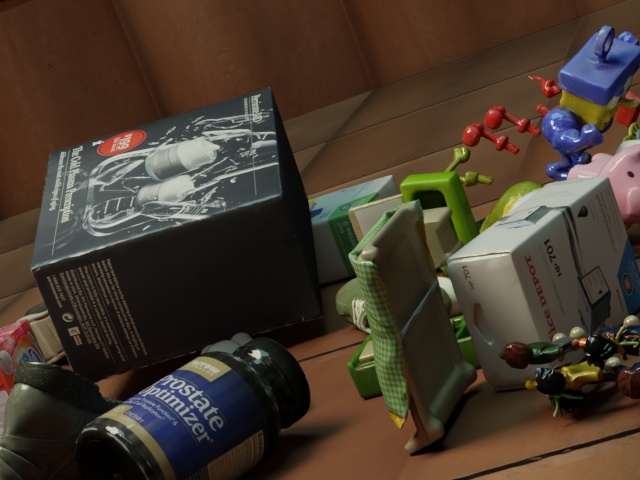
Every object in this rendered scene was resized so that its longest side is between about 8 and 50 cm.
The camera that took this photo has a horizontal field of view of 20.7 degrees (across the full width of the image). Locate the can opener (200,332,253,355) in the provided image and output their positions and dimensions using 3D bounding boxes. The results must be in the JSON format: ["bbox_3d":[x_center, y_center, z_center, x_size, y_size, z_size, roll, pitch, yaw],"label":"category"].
[{"bbox_3d":[-0.091,0.133,1.935,0.076,0.095,0.283,-22,12,-7],"label":"can opener"}]

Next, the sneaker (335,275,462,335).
[{"bbox_3d":[0.067,0.076,1.979,0.086,0.064,0.192,-25,14,-40],"label":"sneaker"}]

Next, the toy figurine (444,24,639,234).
[{"bbox_3d":[0.281,-0.162,2.073,0.191,0.217,0.362,31,45,18],"label":"toy figurine"}]

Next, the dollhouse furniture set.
[{"bbox_3d":[0.056,0.071,1.692,0.151,0.198,0.301,-15,12,23],"label":"dollhouse furniture set"}]

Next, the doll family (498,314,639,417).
[{"bbox_3d":[0.240,0.105,1.501,0.193,0.076,0.111,-18,-9,39],"label":"doll family"}]

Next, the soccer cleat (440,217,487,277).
[{"bbox_3d":[0.179,0.012,2.127,0.179,0.060,0.072,-7,42,37],"label":"soccer cleat"}]

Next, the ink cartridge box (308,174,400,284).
[{"bbox_3d":[0.000,0.000,2.391,0.212,0.093,0.154,-18,12,27],"label":"ink cartridge box"}]

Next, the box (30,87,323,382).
[{"bbox_3d":[-0.177,-0.014,2.196,0.312,0.179,0.343,-16,27,3],"label":"box"}]

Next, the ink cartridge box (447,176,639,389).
[{"bbox_3d":[0.221,0.039,1.684,0.082,0.140,0.190,-9,17,41],"label":"ink cartridge box"}]

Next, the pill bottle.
[{"bbox_3d":[-0.117,0.182,1.689,0.219,0.123,0.122,-31,15,-38],"label":"pill bottle"}]

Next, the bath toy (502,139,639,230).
[{"bbox_3d":[0.351,-0.057,1.953,0.348,0.151,0.129,-30,49,-33],"label":"bath toy"}]

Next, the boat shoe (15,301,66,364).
[{"bbox_3d":[-0.319,0.111,2.419,0.095,0.112,0.335,-34,13,-30],"label":"boat shoe"}]

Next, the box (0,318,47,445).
[{"bbox_3d":[-0.472,0.207,2.208,0.256,0.128,0.122,-18,12,18],"label":"box"}]

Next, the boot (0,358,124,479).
[{"bbox_3d":[-0.235,0.227,1.721,0.083,0.246,0.161,5,71,43],"label":"boot"}]
